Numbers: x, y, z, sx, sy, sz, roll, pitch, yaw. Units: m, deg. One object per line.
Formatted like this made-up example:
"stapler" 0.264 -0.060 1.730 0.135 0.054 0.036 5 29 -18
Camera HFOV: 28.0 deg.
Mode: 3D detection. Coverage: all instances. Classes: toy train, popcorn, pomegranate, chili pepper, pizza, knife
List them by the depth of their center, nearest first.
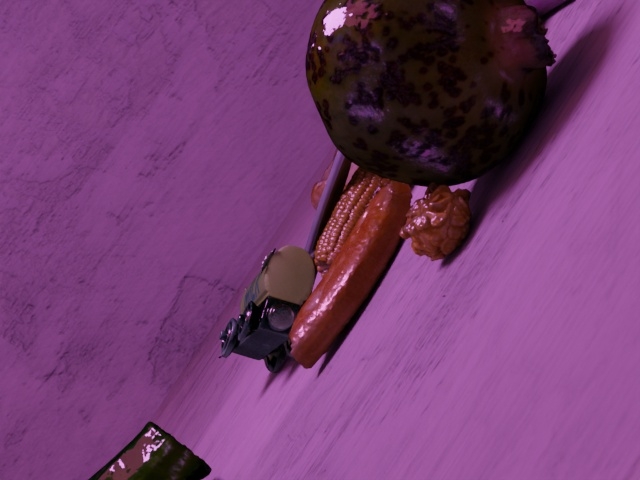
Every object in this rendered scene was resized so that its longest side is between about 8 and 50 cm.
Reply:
"popcorn" 0.117 -0.020 1.270 0.083 0.057 0.082 -52 8 13
"pomegranate" 0.120 -0.177 1.299 0.270 0.254 0.254 -7 40 37
"pizza" 0.037 0.042 1.590 0.271 0.056 0.134 -61 10 -31
"chili pepper" -0.298 0.408 1.771 0.385 0.167 0.213 -54 8 7
"toy train" -0.069 0.091 1.805 0.253 0.105 0.157 132 153 -71
"knife" -0.001 0.000 1.819 0.061 0.027 0.343 -41 -26 -52

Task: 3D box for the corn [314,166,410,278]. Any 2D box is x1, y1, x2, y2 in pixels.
"corn" 0.063 -0.047 1.759 0.238 0.080 0.080 -58 6 -27

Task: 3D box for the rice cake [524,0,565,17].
"rice cake" 0.271 -0.304 1.627 0.055 0.049 0.270 -35 3 -9

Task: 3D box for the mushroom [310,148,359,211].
"mushroom" 0.101 -0.188 2.204 0.351 0.095 0.123 -58 26 -15
